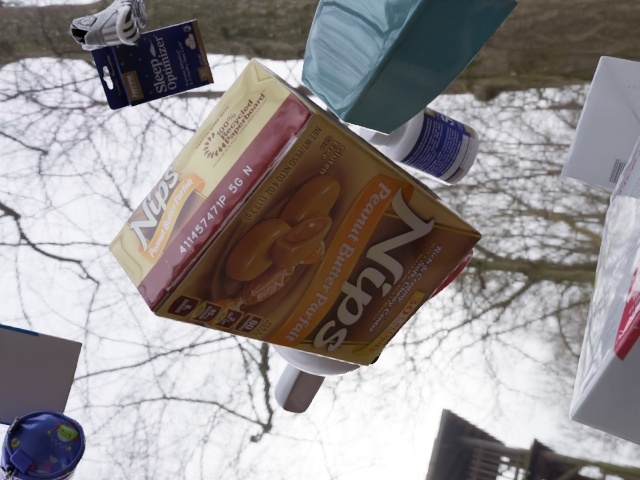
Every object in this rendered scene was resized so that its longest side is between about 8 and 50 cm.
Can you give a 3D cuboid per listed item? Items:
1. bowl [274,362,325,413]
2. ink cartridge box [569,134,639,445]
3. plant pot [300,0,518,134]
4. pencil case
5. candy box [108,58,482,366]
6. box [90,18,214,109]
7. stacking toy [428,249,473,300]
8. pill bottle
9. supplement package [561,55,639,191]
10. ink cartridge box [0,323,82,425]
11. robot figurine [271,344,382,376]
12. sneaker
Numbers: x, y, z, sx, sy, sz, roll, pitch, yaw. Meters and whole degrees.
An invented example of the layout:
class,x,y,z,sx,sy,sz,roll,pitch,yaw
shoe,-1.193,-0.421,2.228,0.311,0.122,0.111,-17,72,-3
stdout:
class,x,y,z,sx,sy,sz,roll,pitch,yaw
bowl,-0.048,0.317,1.712,0.142,0.053,0.142,-61,-27,-3
ink cartridge box,0.429,0.009,0.858,0.279,0.160,0.385,97,-164,-46
plant pot,0.094,-0.265,0.971,0.165,0.166,0.234,5,-55,-50
pencil case,-0.488,0.404,1.270,0.133,0.119,0.306,-30,-20,-45
candy box,0.000,0.000,0.652,0.183,0.087,0.316,-50,-35,10
box,-0.342,-0.360,1.549,0.225,0.036,0.136,-22,-71,-21
stacking toy,0.143,0.068,1.454,0.309,0.130,0.279,-39,-18,-10
pill bottle,0.167,-0.176,1.297,0.186,0.112,0.112,19,-103,-24
supplement package,0.551,-0.157,1.227,0.262,0.199,0.198,5,-76,-57
ink cartridge box,-0.563,0.254,1.396,0.171,0.232,0.168,18,-107,-23
robot figurine,0.029,0.060,1.075,0.278,0.209,0.173,-61,-4,-34
sneaker,-0.412,-0.427,1.446,0.229,0.132,0.086,-101,-3,-59
